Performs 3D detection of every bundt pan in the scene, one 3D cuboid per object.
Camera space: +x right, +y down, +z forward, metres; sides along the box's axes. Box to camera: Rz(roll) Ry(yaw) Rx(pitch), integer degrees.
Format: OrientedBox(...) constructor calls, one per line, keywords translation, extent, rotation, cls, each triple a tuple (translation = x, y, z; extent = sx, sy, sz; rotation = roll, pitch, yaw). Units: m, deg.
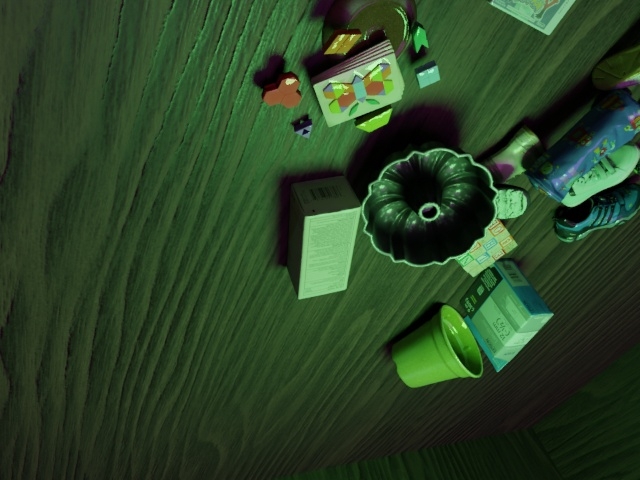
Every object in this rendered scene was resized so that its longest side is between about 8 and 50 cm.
OrientedBox(translation=(0.258, -0.102, 1.288), extent=(0.330, 0.124, 0.331), rotation=(0, 125, 0), cls="bundt pan")

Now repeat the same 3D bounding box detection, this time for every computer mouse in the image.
OrientedBox(translation=(0.403, -0.136, 1.363), extent=(0.261, 0.060, 0.184), rotation=(-8, 119, 18), cls="computer mouse")

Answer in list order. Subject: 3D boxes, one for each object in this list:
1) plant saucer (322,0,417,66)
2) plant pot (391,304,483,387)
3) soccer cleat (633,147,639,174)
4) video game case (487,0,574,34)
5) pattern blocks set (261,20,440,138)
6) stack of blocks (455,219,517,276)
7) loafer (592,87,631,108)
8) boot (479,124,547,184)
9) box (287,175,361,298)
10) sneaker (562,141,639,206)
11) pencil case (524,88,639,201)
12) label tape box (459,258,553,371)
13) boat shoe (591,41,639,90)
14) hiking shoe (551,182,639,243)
OrientedBox(translation=(0.102, -0.397, 1.003), extent=(0.198, 0.036, 0.199), rotation=(-14, 139, -12), cls="plant saucer")
OrientedBox(translation=(0.413, 0.413, 1.922), extent=(0.253, 0.276, 0.276), rotation=(-32, 142, 28), cls="plant pot")
OrientedBox(translation=(0.998, -0.241, 1.620), extent=(0.178, 0.060, 0.072), rotation=(5, 134, -35), cls="soccer cleat")
OrientedBox(translation=(0.458, -0.530, 1.048), extent=(0.201, 0.023, 0.183), rotation=(7, 131, -33), cls="video game case")
OrientedBox(translation=(0.075, -0.308, 1.050), extent=(0.324, 0.026, 0.285), rotation=(-28, 150, 18), cls="pattern blocks set")
OrientedBox(translation=(0.453, -0.022, 1.560), extent=(0.171, 0.087, 0.297), rotation=(-38, 139, 14), cls="stack of blocks")
OrientedBox(translation=(0.767, -0.320, 1.405), extent=(0.078, 0.076, 0.223), rotation=(-16, 145, -18), cls="loafer")
OrientedBox(translation=(0.538, -0.198, 1.418), extent=(0.165, 0.077, 0.213), rotation=(-41, 133, 18), cls="boot")
OrientedBox(translation=(0.000, 0.000, 1.326), extent=(0.147, 0.121, 0.311), rotation=(-10, 139, -17), cls="box")
OrientedBox(translation=(0.803, -0.204, 1.526), extent=(0.256, 0.094, 0.151), rotation=(-42, 144, 24), cls="sneaker")
OrientedBox(translation=(0.664, -0.231, 1.306), extent=(0.306, 0.119, 0.133), rotation=(-45, 138, 16), cls="pencil case")
OrientedBox(translation=(0.618, 0.273, 1.846), extent=(0.115, 0.249, 0.348), rotation=(0, 135, -28), cls="label tape box")
OrientedBox(translation=(0.789, -0.429, 1.214), extent=(0.096, 0.098, 0.277), rotation=(-1, 172, -37), cls="boat shoe")
OrientedBox(translation=(0.905, -0.100, 1.685), extent=(0.304, 0.113, 0.132), rotation=(-31, 141, 8), cls="hiking shoe")
